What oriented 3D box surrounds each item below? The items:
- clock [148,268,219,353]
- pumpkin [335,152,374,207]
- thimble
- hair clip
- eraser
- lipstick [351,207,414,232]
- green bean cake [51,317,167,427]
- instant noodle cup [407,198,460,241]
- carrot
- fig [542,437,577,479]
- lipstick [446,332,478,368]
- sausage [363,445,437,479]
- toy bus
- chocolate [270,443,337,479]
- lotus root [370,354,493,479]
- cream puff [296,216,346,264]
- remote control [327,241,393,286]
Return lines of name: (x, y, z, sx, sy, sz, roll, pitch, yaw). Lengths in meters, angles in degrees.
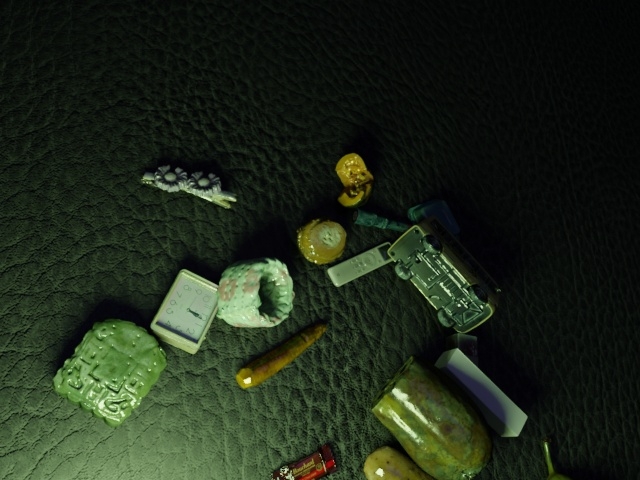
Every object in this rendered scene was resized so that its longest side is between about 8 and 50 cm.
clock: (-0.361, 0.194, 1.476, 0.146, 0.071, 0.192, 28, 61, -9)
pumpkin: (0.123, -0.189, 1.804, 0.107, 0.119, 0.184, 25, 60, -53)
thimble: (-0.182, 0.149, 1.485, 0.211, 0.149, 0.185, -49, 122, -49)
hair clip: (-0.394, -0.165, 1.615, 0.292, 0.085, 0.106, 14, 47, -11)
eraser: (0.477, 0.457, 1.610, 0.298, 0.078, 0.076, 44, 60, -1)
lipstick: (0.221, -0.061, 1.825, 0.234, 0.053, 0.054, 11, 65, -19)
green bean cake: (-0.519, 0.317, 1.338, 0.222, 0.125, 0.227, 34, 56, -7)
instant noodle cup: (0.409, -0.060, 1.891, 0.157, 0.070, 0.179, -20, 79, -26)
carrot: (-0.100, 0.322, 1.539, 0.314, 0.066, 0.066, -29, 82, -32)
fig: (0.729, 0.755, 1.665, 0.151, 0.151, 0.259, -5, 46, -23)
lipstick: (0.441, 0.482, 1.675, 0.079, 0.076, 0.372, 15, 64, -17)
sausage: (0.335, 0.736, 1.506, 0.500, 0.123, 0.136, 31, 34, -7)
toy bus: (0.409, 0.104, 1.739, 0.365, 0.177, 0.202, 50, 39, 8)
chocolate: (-0.042, 0.624, 1.453, 0.182, 0.028, 0.086, -21, 85, -26)
lotus root: (0.320, 0.503, 1.494, 0.250, 0.250, 0.346, -36, 74, -29)
cream puff: (0.000, 0.000, 1.675, 0.165, 0.115, 0.150, 21, 69, -23)
remote control: (0.141, 0.073, 1.750, 0.260, 0.029, 0.067, -23, 79, -28)
